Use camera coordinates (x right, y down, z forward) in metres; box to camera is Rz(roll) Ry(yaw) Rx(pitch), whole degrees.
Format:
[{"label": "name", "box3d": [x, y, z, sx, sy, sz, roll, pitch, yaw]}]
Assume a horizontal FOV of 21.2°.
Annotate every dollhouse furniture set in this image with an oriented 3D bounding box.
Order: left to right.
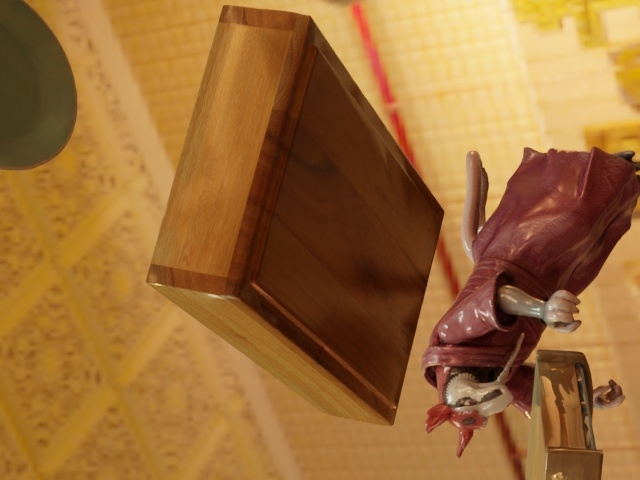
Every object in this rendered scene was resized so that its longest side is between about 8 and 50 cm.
[{"label": "dollhouse furniture set", "box3d": [0.339, 0.252, 1.526, 0.198, 0.303, 0.286, -77, -10, -67]}]

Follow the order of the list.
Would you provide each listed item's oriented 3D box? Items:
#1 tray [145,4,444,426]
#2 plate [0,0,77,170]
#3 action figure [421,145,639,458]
[{"label": "tray", "box3d": [0.000, 0.000, 1.324, 0.411, 0.076, 0.203, 45, -124, -64]}, {"label": "plate", "box3d": [-0.291, -0.143, 1.473, 0.188, 0.024, 0.188, 26, -130, -36]}, {"label": "action figure", "box3d": [0.184, 0.050, 1.735, 0.370, 0.275, 0.248, -53, -32, -29]}]
